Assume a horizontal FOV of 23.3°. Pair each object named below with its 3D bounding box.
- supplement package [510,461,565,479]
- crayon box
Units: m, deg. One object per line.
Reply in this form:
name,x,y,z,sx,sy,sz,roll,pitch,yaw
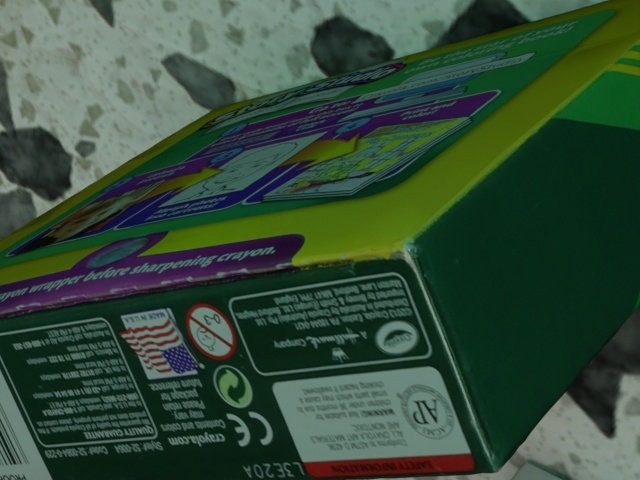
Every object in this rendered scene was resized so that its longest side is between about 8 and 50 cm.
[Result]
supplement package,0.146,0.324,0.980,0.177,0.175,0.293,24,130,24
crayon box,0.000,0.000,0.774,0.363,0.313,0.106,-10,109,41
